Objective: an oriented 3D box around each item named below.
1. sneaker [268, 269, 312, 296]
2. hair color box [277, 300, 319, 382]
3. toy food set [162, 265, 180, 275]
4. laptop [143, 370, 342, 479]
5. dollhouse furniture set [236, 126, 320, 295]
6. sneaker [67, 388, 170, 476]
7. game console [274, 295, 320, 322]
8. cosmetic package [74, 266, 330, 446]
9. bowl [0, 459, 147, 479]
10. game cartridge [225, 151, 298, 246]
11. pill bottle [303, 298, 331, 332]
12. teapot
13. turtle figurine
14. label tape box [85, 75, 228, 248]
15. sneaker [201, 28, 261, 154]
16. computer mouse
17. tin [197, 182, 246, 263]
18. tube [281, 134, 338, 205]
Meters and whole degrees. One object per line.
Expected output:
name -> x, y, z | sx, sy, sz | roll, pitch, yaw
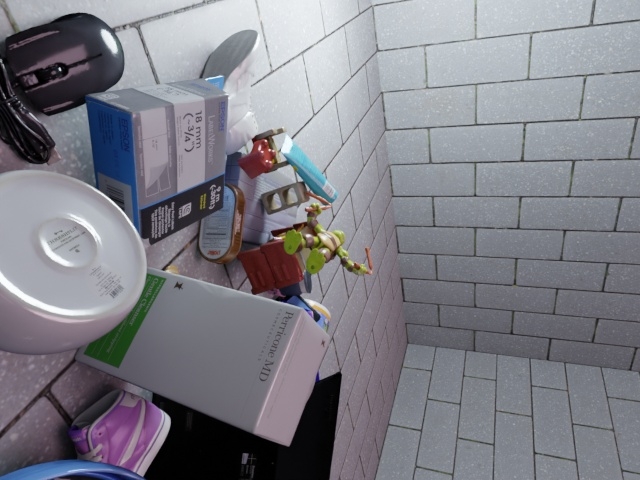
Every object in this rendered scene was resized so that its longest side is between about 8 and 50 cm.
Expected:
sneaker -> -0.097, 0.088, 1.405 | 0.319, 0.131, 0.112 | -93, 172, -79
hair color box -> -0.087, 0.343, 1.176 | 0.110, 0.185, 0.338 | -10, 96, -27
toy food set -> -0.318, 0.099, 0.941 | 0.082, 0.020, 0.083 | -46, 135, -59
laptop -> -0.158, 0.497, 1.010 | 0.236, 0.408, 0.381 | -173, -90, -85
dollhouse furniture set -> -0.130, -0.080, 1.136 | 0.201, 0.152, 0.373 | -36, 109, -62
sneaker -> -0.380, 0.387, 0.740 | 0.161, 0.102, 0.282 | 57, 36, -38
game console -> -0.086, 0.209, 1.346 | 0.124, 0.144, 0.085 | -40, 159, -23
cosmetic package -> -0.195, 0.183, 0.766 | 0.196, 0.366, 0.155 | -69, 153, -24
bowl -> -0.381, 0.489, 0.589 | 0.391, 0.077, 0.390 | -3, 94, -47
game cartridge -> -0.162, -0.097, 1.268 | 0.355, 0.068, 0.230 | 20, 70, -67
pill bottle -> -0.071, 0.333, 1.409 | 0.152, 0.153, 0.272 | 69, 31, -45
teapot -> -0.374, 0.042, 0.593 | 0.256, 0.187, 0.252 | 17, 48, -51
turtle figurine -> 0.000, 0.000, 1.077 | 0.269, 0.087, 0.217 | 54, 29, 9
label tape box -> -0.251, -0.164, 0.845 | 0.334, 0.106, 0.240 | -40, 146, -52
sneaker -> -0.203, -0.350, 1.088 | 0.292, 0.108, 0.169 | -68, 154, -20
computer mouse -> -0.379, -0.256, 0.680 | 0.272, 0.072, 0.188 | -66, 149, -43
tin -> -0.230, -0.041, 1.038 | 0.040, 0.106, 0.189 | 17, 76, -60
tube -> -0.031, -0.176, 1.158 | 0.207, 0.052, 0.080 | 48, 27, -33
